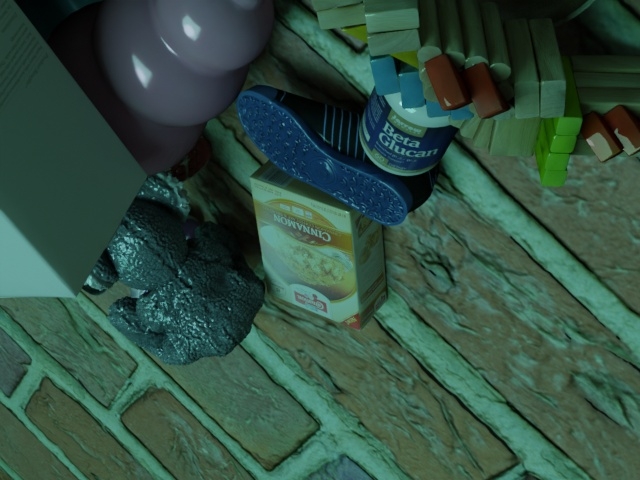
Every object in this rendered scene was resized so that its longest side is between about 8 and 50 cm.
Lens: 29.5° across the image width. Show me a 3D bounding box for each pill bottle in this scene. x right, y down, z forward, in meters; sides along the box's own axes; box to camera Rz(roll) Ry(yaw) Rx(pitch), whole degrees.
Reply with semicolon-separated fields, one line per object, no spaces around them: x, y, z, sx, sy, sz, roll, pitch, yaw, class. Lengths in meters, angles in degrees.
0.098;-0.139;1.185;0.094;0.094;0.169;40;156;8;pill bottle

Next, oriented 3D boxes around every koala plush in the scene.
-0.192;0.029;1.497;0.221;0.196;0.203;54;169;-32;koala plush

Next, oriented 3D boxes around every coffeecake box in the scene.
0.000;0.000;1.457;0.142;0.068;0.185;20;136;29;coffeecake box

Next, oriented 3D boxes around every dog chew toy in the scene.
-0.173;-0.202;1.339;0.332;0.206;0.206;-29;102;44;dog chew toy

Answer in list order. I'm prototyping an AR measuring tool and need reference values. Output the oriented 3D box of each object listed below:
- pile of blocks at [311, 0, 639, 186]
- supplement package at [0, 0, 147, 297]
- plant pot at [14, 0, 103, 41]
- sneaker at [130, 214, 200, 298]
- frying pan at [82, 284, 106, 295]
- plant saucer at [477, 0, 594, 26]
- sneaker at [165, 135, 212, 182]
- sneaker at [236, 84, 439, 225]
0.142;-0.119;1.034;0.362;0.112;0.149;19;134;-20;pile of blocks
-0.347;-0.097;1.229;0.175;0.177;0.293;-2;137;34;supplement package
-0.372;-0.353;1.358;0.252;0.247;0.248;57;142;-2;plant pot
-0.236;0.030;1.699;0.104;0.095;0.236;38;138;21;sneaker
-0.379;-0.011;1.806;0.326;0.053;0.197;-9;102;58;frying pan
0.135;-0.324;1.046;0.310;0.050;0.310;25;138;26;plant saucer
-0.236;-0.112;1.577;0.225;0.093;0.088;-3;103;28;sneaker
0.020;-0.105;1.321;0.232;0.090;0.081;35;138;13;sneaker
